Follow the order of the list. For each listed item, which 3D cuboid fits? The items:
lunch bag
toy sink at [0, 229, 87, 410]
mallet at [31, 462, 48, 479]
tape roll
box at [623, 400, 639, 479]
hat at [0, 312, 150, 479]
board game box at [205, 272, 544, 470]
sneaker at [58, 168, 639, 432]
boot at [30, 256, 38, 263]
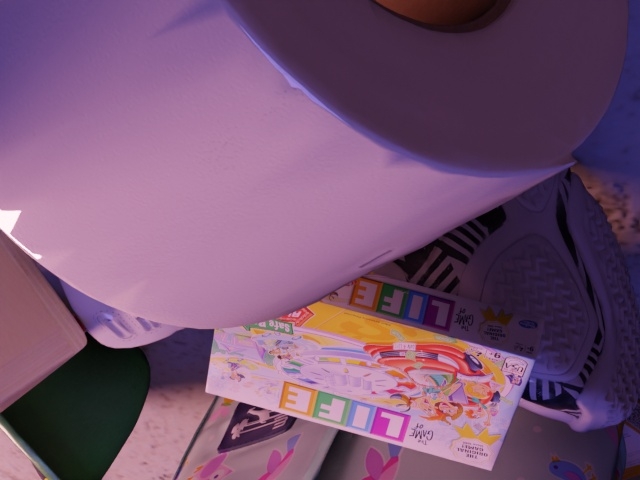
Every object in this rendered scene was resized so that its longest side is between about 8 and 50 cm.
[{"bbox_3d":[0.039,0.147,1.062,0.262,0.223,0.160,10,134,14],"label":"lunch bag"},{"bbox_3d":[-0.267,0.017,0.951,0.153,0.131,0.234,-35,90,44],"label":"toy sink"},{"bbox_3d":[-0.191,0.197,1.384,0.062,0.039,0.190,4,142,9],"label":"mallet"},{"bbox_3d":[-0.022,-0.105,0.709,0.246,0.246,0.169,31,141,-28],"label":"tape roll"},{"bbox_3d":[0.165,0.117,1.177,0.081,0.028,0.136,-24,131,40],"label":"box"},{"bbox_3d":[-0.134,0.067,1.187,0.173,0.183,0.208,52,170,-36],"label":"hat"},{"bbox_3d":[0.024,0.058,0.887,0.154,0.026,0.103,15,142,3],"label":"board game box"},{"bbox_3d":[0.000,0.000,0.961,0.366,0.137,0.210,37,139,-28],"label":"sneaker"},{"bbox_3d":[-0.202,-0.006,1.053,0.190,0.069,0.086,-25,127,39],"label":"boot"}]
